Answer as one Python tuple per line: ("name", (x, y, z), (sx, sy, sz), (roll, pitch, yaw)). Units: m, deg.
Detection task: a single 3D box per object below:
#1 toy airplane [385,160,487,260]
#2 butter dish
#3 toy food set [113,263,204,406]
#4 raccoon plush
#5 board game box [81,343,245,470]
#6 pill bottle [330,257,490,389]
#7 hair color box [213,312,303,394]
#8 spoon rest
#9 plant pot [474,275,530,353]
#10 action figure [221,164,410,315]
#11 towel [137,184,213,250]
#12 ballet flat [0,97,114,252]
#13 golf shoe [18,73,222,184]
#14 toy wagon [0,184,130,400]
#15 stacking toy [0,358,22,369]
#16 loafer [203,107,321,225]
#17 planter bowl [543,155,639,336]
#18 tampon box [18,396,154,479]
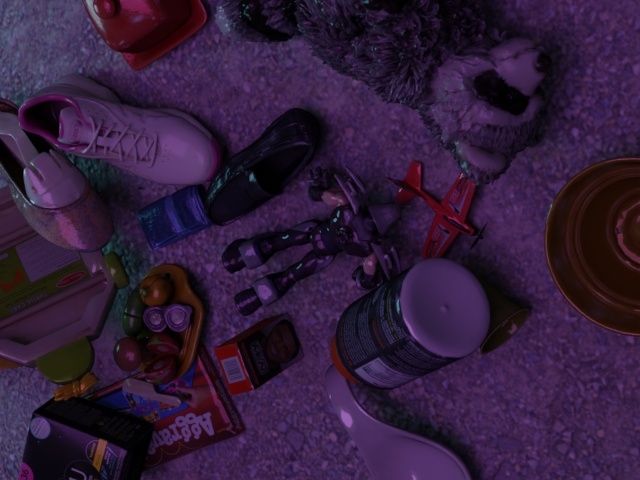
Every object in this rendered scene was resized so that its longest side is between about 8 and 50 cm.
("toy airplane", (0.149, -0.043, 1.735), (0.151, 0.028, 0.151), (13, 117, 28))
("butter dish", (-0.264, -0.325, 1.823), (0.160, 0.118, 0.160), (-28, 90, 32))
("toy food set", (-0.249, 0.143, 1.963), (0.128, 0.071, 0.217), (20, 104, 31))
("raccoon plush", (0.095, -0.219, 1.671), (0.446, 0.216, 0.299), (5, 125, 58))
("board game box", (-0.255, 0.271, 2.052), (0.281, 0.027, 0.145), (-25, 93, 32))
("pill bottle", (0.102, 0.117, 1.718), (0.130, 0.130, 0.246), (58, 148, 2))
("hair color box", (-0.084, 0.156, 1.856), (0.043, 0.141, 0.072), (-17, 96, 31))
("spoon rest", (0.099, 0.277, 1.828), (0.137, 0.084, 0.276), (-43, 82, 31))
("plant pot", (0.212, 0.089, 1.719), (0.079, 0.083, 0.083), (48, 122, 23))
("action figure", (0.000, 0.000, 1.792), (0.285, 0.099, 0.185), (-23, 89, 30))
("towel", (-0.210, -0.034, 1.933), (0.119, 0.029, 0.067), (-22, 93, 32))
("ballet flat", (-0.410, -0.102, 1.925), (0.316, 0.107, 0.106), (41, 155, 31))
("golf shoe", (-0.287, -0.142, 1.880), (0.306, 0.140, 0.115), (20, 110, 21))
("toy wagon", (-0.415, 0.081, 1.953), (0.267, 0.068, 0.344), (-25, 73, -5))
("stacking toy", (-0.625, 0.134, 2.074), (0.279, 0.309, 0.130), (5, 100, 38))
("loafer", (-0.083, -0.088, 1.810), (0.076, 0.078, 0.223), (30, 125, -29))
("planter bowl", (0.382, -0.002, 1.584), (0.217, 0.090, 0.217), (8, 108, 26))
("tampon box", (-0.355, 0.320, 2.022), (0.161, 0.101, 0.120), (19, 108, 11))
